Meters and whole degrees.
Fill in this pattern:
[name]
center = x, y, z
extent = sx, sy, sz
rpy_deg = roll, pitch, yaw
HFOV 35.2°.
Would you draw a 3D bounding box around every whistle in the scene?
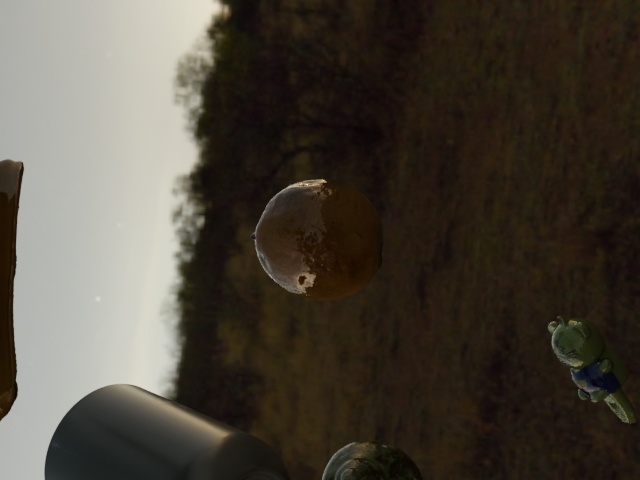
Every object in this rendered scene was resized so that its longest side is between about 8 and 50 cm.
[whistle]
center = 0.462, 0.217, 1.700
extent = 0.227, 0.085, 0.105
rpy_deg = 56, 163, -10

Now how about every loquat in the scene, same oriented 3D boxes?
[loquat]
center = 0.000, 0.000, 1.814
extent = 0.193, 0.238, 0.238
rpy_deg = -63, -12, -45

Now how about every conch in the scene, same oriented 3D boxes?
[conch]
center = 0.054, 0.361, 1.360
extent = 0.124, 0.187, 0.181
rpy_deg = -95, -19, -65

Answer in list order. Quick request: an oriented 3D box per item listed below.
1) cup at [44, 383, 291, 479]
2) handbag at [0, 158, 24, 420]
[cup]
center = -0.189, 0.318, 1.305
extent = 0.312, 0.205, 0.205
rpy_deg = 10, 95, 44
[handbag]
center = -0.446, 0.069, 1.070
extent = 0.133, 0.283, 0.401
rpy_deg = 47, -162, -42
